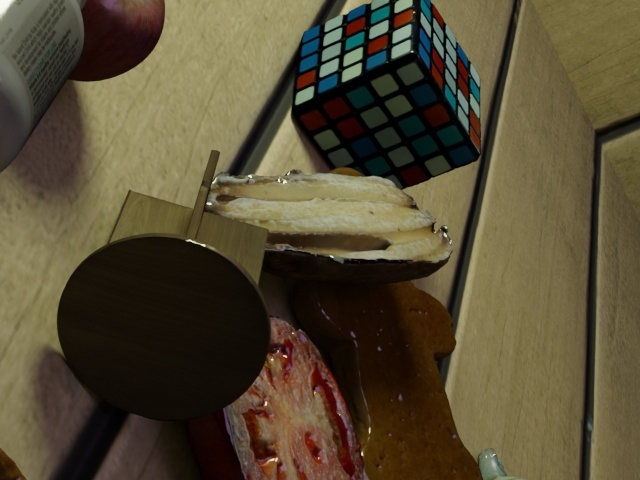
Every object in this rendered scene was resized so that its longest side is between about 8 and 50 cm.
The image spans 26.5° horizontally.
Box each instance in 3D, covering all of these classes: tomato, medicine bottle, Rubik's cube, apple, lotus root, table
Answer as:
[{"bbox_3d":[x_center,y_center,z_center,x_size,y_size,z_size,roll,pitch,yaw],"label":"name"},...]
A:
[{"bbox_3d":[-0.053,0.178,1.224,0.225,0.085,0.225,42,37,-42],"label":"tomato"},{"bbox_3d":[-0.246,-0.149,0.992,0.135,0.135,0.215,55,33,-28],"label":"medicine bottle"},{"bbox_3d":[0.088,-0.188,1.738,0.187,0.182,0.184,51,29,-35],"label":"Rubik's cube"},{"bbox_3d":[-0.211,-0.209,1.174,0.153,0.120,0.153,45,29,-33],"label":"apple"},{"bbox_3d":[-0.001,0.000,1.445,0.329,0.078,0.167,2,35,-42],"label":"lotus root"},{"bbox_3d":[-0.117,0.022,1.155,0.167,0.167,0.226,59,15,-21],"label":"table"}]

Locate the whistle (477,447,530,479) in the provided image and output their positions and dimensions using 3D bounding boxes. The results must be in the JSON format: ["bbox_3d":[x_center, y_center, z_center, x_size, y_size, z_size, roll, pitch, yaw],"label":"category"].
[{"bbox_3d":[0.246,0.335,1.726,0.123,0.123,0.223,58,10,-23],"label":"whistle"}]

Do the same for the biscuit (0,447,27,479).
[{"bbox_3d":[-0.229,0.218,0.850,0.226,0.042,0.226,49,28,-38],"label":"biscuit"}]

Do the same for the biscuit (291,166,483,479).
[{"bbox_3d":[0.063,0.118,1.559,0.283,0.064,0.432,15,54,-51],"label":"biscuit"}]
